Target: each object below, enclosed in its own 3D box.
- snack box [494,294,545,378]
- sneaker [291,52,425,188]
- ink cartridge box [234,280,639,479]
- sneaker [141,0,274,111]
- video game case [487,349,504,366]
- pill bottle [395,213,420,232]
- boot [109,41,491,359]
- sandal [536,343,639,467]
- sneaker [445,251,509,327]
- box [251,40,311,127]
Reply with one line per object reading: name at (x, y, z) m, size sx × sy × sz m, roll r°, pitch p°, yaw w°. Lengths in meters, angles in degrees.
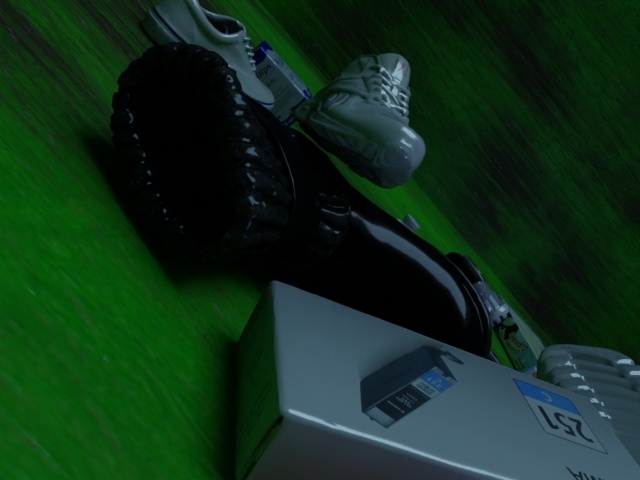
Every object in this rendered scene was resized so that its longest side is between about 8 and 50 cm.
snack box at (0.519, 0.284, 1.506) m, size 0.187 × 0.060 × 0.322 m, roll 45°, pitch 15°, yaw -16°
sneaker at (0.045, -0.127, 0.567) m, size 0.090 × 0.115 × 0.232 m, roll 38°, pitch 6°, yaw -27°
ink cartridge box at (0.095, 0.161, 0.362) m, size 0.296 × 0.066 × 0.261 m, roll 22°, pitch 23°, yaw -17°
sneaker at (-0.134, -0.267, 0.882) m, size 0.258 × 0.091 × 0.094 m, roll 27°, pitch 27°, yaw -56°
video game case at (0.215, 0.148, 1.000) m, size 0.275 × 0.035 × 0.248 m, roll 54°, pitch 15°, yaw 13°
pill bottle at (0.124, -0.007, 1.015) m, size 0.043 × 0.083 × 0.043 m, roll 45°, pitch 15°, yaw -16°
boot at (-0.004, 0.002, 0.514) m, size 0.348 × 0.131 × 0.260 m, roll 43°, pitch 6°, yaw 14°
sandal at (0.314, 0.233, 0.598) m, size 0.416 × 0.169 × 0.102 m, roll -57°, pitch 149°, yaw -68°
sneaker at (0.264, 0.067, 1.147) m, size 0.132 × 0.086 × 0.228 m, roll 55°, pitch -4°, yaw -18°
box at (-0.085, -0.287, 1.117) m, size 0.137 × 0.072 × 0.126 m, roll 45°, pitch 15°, yaw -18°
